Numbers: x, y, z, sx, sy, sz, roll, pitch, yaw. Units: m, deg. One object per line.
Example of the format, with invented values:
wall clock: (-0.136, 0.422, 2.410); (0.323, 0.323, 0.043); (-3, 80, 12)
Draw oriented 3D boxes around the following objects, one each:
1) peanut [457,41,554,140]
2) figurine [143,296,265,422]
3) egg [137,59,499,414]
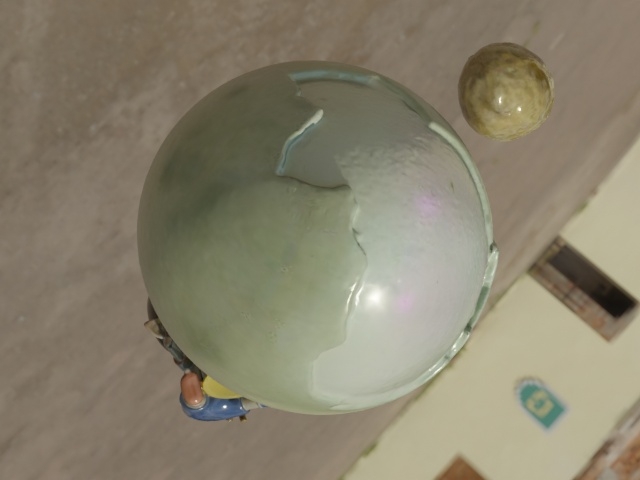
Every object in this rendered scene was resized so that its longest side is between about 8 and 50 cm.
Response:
peanut: (0.237, -0.193, 1.522); (0.129, 0.129, 0.224); (-50, 176, 8)
figurine: (-0.150, 0.110, 1.600); (0.161, 0.275, 0.158); (9, 136, -38)
egg: (0.000, 0.000, 0.922); (0.278, 0.278, 0.336); (-48, -160, -2)
